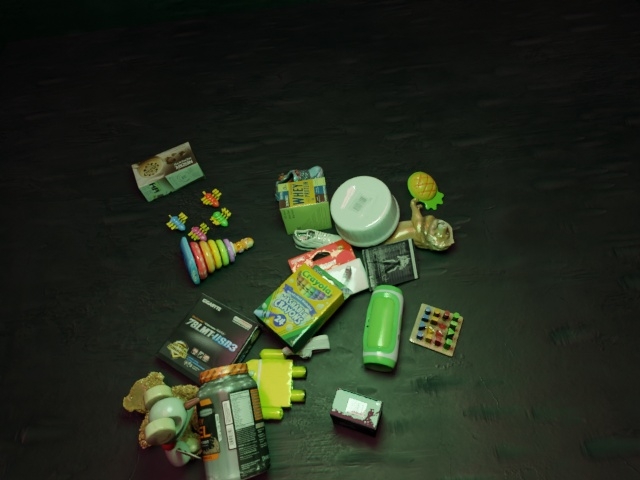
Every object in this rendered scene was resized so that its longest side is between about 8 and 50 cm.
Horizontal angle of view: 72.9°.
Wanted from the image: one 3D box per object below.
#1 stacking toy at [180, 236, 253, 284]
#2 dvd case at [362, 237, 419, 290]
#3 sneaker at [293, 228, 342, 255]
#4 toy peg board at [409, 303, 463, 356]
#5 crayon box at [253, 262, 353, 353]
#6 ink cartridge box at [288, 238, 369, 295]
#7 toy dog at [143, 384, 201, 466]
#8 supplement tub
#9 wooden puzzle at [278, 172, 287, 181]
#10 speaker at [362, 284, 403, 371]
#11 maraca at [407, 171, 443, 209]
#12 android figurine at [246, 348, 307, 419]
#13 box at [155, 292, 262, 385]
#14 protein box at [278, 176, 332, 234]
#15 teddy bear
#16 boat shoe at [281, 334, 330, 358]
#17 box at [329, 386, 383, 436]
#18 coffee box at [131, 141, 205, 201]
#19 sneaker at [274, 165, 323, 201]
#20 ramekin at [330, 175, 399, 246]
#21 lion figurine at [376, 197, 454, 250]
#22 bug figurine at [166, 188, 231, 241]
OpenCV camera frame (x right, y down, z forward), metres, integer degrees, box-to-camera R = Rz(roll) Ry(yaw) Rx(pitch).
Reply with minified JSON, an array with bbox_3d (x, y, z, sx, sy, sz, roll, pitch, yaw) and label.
[{"bbox_3d":[-0.423,0.053,1.839,0.301,0.175,0.166,-18,52,-21],"label":"stacking toy"},{"bbox_3d":[0.279,0.093,1.709,0.221,0.018,0.165,-13,98,-16],"label":"dvd case"},{"bbox_3d":[0.000,0.000,1.836,0.234,0.095,0.090,3,57,5],"label":"sneaker"},{"bbox_3d":[0.432,0.318,1.601,0.160,0.079,0.161,18,62,16],"label":"toy peg board"},{"bbox_3d":[-0.059,0.227,1.605,0.203,0.083,0.323,34,66,27],"label":"crayon box"},{"bbox_3d":[0.033,0.131,1.742,0.275,0.060,0.239,-21,74,-6],"label":"ink cartridge box"},{"bbox_3d":[-0.424,0.564,1.326,0.160,0.334,0.220,-15,62,-14],"label":"toy dog"},{"bbox_3d":[-0.290,0.587,1.409,0.207,0.207,0.338,-13,71,-2],"label":"supplement tub"},{"bbox_3d":[-0.176,-0.292,2.085,0.049,0.006,0.083,-10,58,0],"label":"wooden puzzle"},{"bbox_3d":[0.232,0.320,1.596,0.131,0.131,0.297,7,60,11],"label":"speaker"},{"bbox_3d":[0.465,-0.220,1.919,0.127,0.099,0.186,-39,88,-10],"label":"maraca"},{"bbox_3d":[-0.186,0.516,1.566,0.272,0.056,0.248,1,59,5],"label":"android figurine"},{"bbox_3d":[-0.422,0.389,1.658,0.295,0.073,0.293,25,66,22],"label":"box"},{"bbox_3d":[-0.064,-0.146,1.870,0.201,0.200,0.136,-9,58,2],"label":"protein box"},{"bbox_3d":[-0.521,0.614,1.528,0.337,0.113,0.245,14,68,6],"label":"teddy bear"},{"bbox_3d":[-0.050,0.401,1.601,0.184,0.066,0.063,-7,63,-28],"label":"boat shoe"},{"bbox_3d":[0.121,0.570,1.435,0.155,0.158,0.093,13,60,15],"label":"box"},{"bbox_3d":[-0.736,-0.334,2.110,0.297,0.119,0.168,-24,58,-8],"label":"coffee box"},{"bbox_3d":[-0.094,-0.275,1.996,0.261,0.125,0.104,-34,61,-14],"label":"sneaker"},{"bbox_3d":[0.173,-0.125,1.755,0.277,0.135,0.277,-8,64,17],"label":"ramekin"},{"bbox_3d":[0.342,-0.037,1.814,0.391,0.142,0.240,-14,65,14],"label":"lion figurine"},{"bbox_3d":[-0.543,-0.102,1.974,0.279,0.072,0.216,-39,68,-22],"label":"bug figurine"}]
